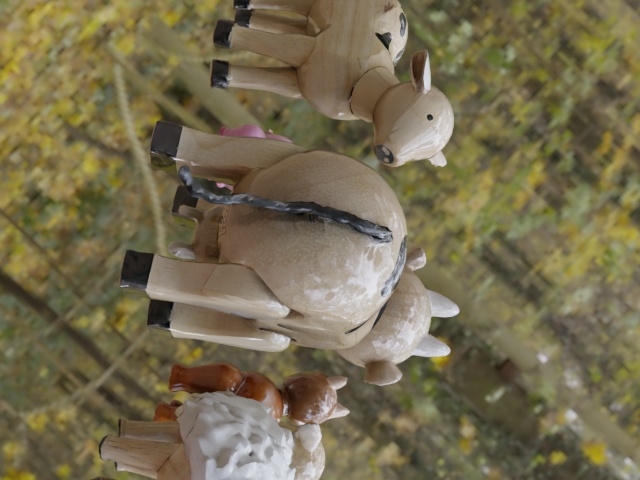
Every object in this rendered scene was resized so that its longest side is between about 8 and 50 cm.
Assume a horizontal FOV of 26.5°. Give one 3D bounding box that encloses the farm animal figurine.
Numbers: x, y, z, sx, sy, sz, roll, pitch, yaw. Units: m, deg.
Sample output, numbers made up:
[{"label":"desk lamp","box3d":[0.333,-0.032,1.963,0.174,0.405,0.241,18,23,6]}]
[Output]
[{"label":"farm animal figurine","box3d":[0.000,0.000,0.779,0.327,0.172,0.330,-14,113,-86]}]
